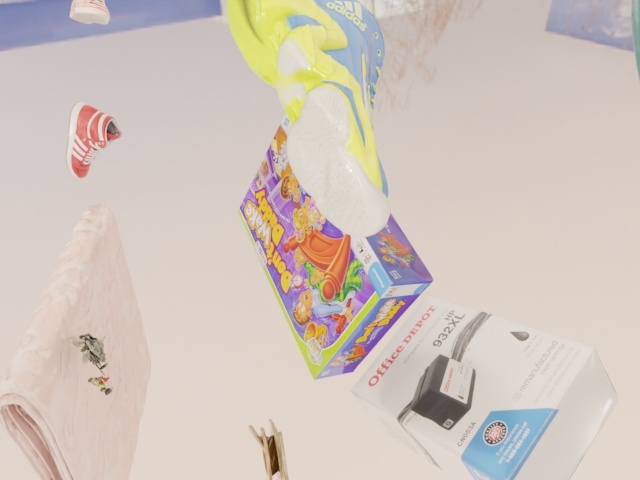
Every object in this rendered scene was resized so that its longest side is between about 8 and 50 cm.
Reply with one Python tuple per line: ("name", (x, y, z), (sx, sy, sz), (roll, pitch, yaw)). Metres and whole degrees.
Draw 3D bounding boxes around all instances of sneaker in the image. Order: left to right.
("sneaker", (-0.396, -0.415, 0.978), (0.051, 0.070, 0.134), (13, -172, -40))
("sneaker", (-0.322, -0.132, 0.808), (0.067, 0.118, 0.042), (21, -146, 4))
("sneaker", (0.023, -0.126, 0.470), (0.126, 0.091, 0.240), (-23, -94, -32))

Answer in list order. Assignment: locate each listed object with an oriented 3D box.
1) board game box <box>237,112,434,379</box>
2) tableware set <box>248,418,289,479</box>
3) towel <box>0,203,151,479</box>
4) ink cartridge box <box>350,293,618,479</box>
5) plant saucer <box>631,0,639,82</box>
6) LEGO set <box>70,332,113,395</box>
("board game box", (0.000, 0.000, 0.870), (0.078, 0.233, 0.347), (-1, -131, -36))
("tableware set", (-0.066, 0.347, 0.769), (0.039, 0.194, 0.128), (-8, 172, -13))
("towel", (-0.286, 0.168, 0.712), (0.053, 0.317, 0.331), (-4, -145, -5))
("ink cartridge box", (0.230, 0.230, 0.846), (0.223, 0.129, 0.307), (-48, -149, -18))
("plant saucer", (0.277, -0.105, 0.358), (0.044, 0.317, 0.317), (-18, -148, 12))
("LEGO set", (-0.225, 0.118, 0.573), (0.023, 0.054, 0.083), (-38, -117, -9))
